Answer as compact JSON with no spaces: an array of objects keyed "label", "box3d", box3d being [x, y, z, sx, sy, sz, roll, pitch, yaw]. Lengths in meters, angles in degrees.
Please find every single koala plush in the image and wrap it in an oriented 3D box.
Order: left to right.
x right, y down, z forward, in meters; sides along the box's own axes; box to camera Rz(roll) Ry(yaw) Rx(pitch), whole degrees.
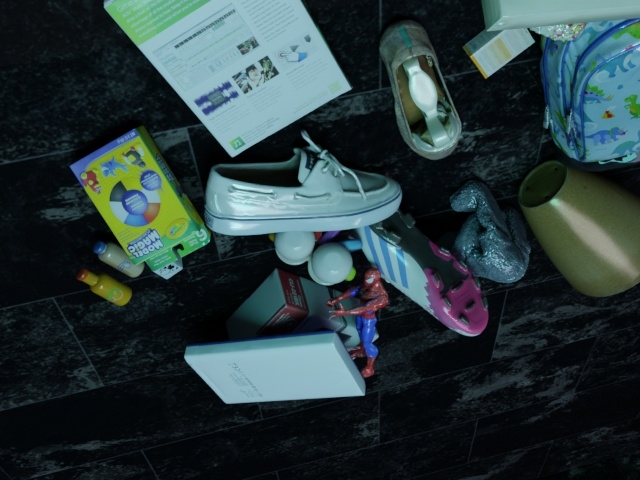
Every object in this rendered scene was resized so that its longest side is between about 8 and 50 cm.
[{"label":"koala plush","box3d":[0.300,0.028,1.376,0.221,0.203,0.196,-32,137,31]}]

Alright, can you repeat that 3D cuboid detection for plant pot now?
[{"label":"plant pot","box3d":[0.531,-0.049,1.360,0.254,0.237,0.237,35,117,-24]}]

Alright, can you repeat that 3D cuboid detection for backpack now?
[{"label":"backpack","box3d":[0.503,-0.282,1.087,0.290,0.273,0.355,-15,126,17]}]

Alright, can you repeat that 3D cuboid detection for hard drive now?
[{"label":"hard drive","box3d":[-0.090,0.267,1.364,0.319,0.040,0.210,-8,138,19]}]

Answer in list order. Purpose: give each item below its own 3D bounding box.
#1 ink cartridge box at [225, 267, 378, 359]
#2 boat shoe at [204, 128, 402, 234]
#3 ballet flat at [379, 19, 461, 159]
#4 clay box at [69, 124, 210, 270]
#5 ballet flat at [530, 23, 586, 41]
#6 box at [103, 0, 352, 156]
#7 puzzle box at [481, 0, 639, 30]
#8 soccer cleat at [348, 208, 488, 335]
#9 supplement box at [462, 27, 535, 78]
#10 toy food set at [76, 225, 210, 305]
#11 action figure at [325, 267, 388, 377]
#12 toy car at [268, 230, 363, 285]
[{"label":"ink cartridge box","box3d":[-0.038,0.197,1.469,0.273,0.114,0.197,22,123,-36]},{"label":"boat shoe","box3d":[-0.020,-0.112,1.151,0.367,0.135,0.156,-5,123,-18]},{"label":"ballet flat","box3d":[0.177,-0.220,1.116,0.108,0.106,0.316,-28,137,10]},{"label":"clay box","box3d":[-0.288,-0.060,1.081,0.128,0.053,0.222,-28,103,9]},{"label":"ballet flat","box3d":[0.280,-0.370,0.928,0.241,0.077,0.091,37,86,0]},{"label":"box","box3d":[-0.122,-0.292,0.976,0.232,0.058,0.322,-28,138,10]},{"label":"puzzle box","box3d":[0.395,-0.430,0.879,0.409,0.271,0.052,-8,177,-11]},{"label":"soccer cleat","box3d":[0.188,0.058,1.298,0.116,0.331,0.143,-39,176,-32]},{"label":"supplement box","box3d":[0.295,-0.326,1.099,0.098,0.036,0.062,-36,135,18]},{"label":"toy food set","box3d":[-0.317,0.008,1.176,0.232,0.111,0.104,-33,136,18]},{"label":"action figure","box3d":[0.059,0.166,1.334,0.139,0.091,0.280,-6,130,-17]},{"label":"toy car","box3d":[0.000,0.000,1.257,0.182,0.159,0.136,32,82,0]}]
